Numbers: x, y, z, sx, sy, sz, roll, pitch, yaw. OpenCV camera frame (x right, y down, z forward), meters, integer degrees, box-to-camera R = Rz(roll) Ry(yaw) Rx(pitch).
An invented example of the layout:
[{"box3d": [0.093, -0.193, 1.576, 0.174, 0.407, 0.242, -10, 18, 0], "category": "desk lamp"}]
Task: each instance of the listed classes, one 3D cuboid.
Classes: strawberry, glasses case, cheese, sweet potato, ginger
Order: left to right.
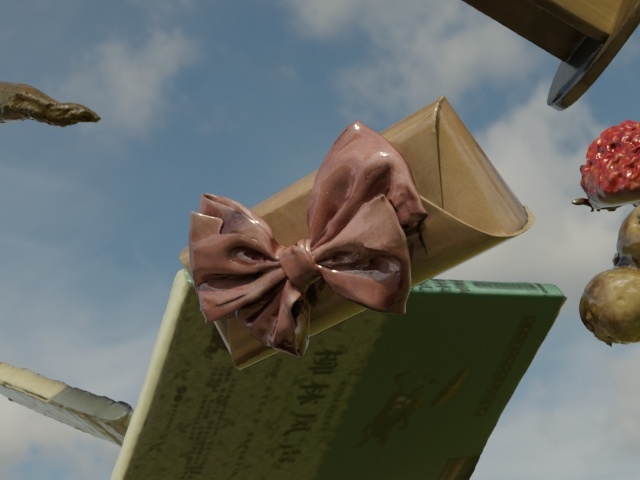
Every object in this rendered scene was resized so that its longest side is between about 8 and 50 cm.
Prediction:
[{"box3d": [-0.257, -0.116, 0.999, 0.153, 0.038, 0.041, 8, 1, 31], "category": "sweet potato"}, {"box3d": [-0.309, 0.190, 1.378, 0.400, 0.034, 0.085, 9, -35, 49], "category": "cheese"}, {"box3d": [0.000, 0.000, 0.609, 0.193, 0.070, 0.102, -28, -71, 29], "category": "glasses case"}, {"box3d": [0.350, -0.088, 1.209, 0.174, 0.098, 0.228, -5, -6, 5], "category": "strawberry"}, {"box3d": [0.280, -0.004, 0.936, 0.104, 0.204, 0.080, 27, -2, 42], "category": "ginger"}]

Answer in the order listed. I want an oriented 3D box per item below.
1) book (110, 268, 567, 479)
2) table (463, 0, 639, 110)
[{"box3d": [0.017, 0.138, 1.048, 0.379, 0.031, 0.264, 3, -55, -28], "category": "book"}, {"box3d": [0.089, -0.205, 0.686, 0.226, 0.167, 0.167, 31, -32, -2], "category": "table"}]
